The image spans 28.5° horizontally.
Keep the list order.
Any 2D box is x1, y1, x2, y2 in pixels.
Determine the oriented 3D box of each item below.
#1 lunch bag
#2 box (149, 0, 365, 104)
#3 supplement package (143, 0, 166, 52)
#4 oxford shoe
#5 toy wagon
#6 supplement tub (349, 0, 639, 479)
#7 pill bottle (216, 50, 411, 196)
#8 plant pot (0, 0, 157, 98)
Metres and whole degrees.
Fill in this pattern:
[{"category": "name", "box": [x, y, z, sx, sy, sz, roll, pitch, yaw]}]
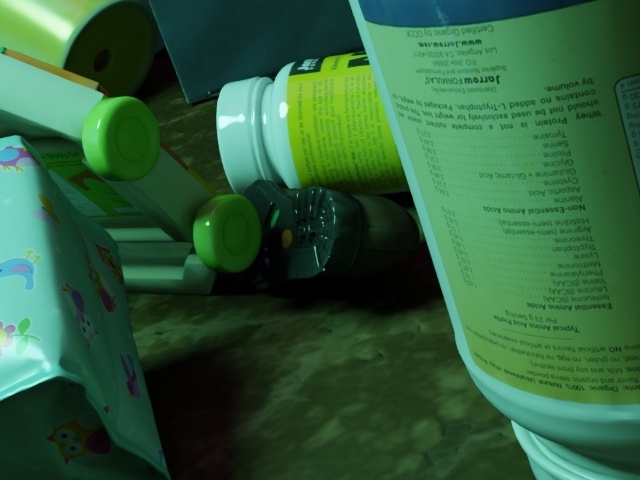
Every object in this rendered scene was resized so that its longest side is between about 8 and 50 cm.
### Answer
[{"category": "lunch bag", "box": [-0.250, 0.092, 0.772, 0.262, 0.160, 0.223, -26, 45, 5]}, {"category": "box", "box": [-0.038, -0.329, 1.544, 0.294, 0.183, 0.296, -16, 23, 11]}, {"category": "supplement package", "box": [-0.321, -0.403, 1.779, 0.175, 0.293, 0.177, -4, 28, 33]}, {"category": "oxford shoe", "box": [0.000, 0.000, 0.942, 0.096, 0.083, 0.227, 4, 4, -26]}, {"category": "toy wagon", "box": [-0.211, -0.060, 0.909, 0.267, 0.344, 0.068, -1, 58, 38]}, {"category": "supplement tub", "box": [0.153, -0.043, 0.588, 0.228, 0.316, 0.228, -16, 24, 7]}, {"category": "pill bottle", "box": [0.029, -0.093, 1.023, 0.208, 0.119, 0.119, -6, 26, 14]}, {"category": "plant pot", "box": [-0.342, -0.271, 1.557, 0.239, 0.254, 0.254, 33, 50, 25]}]
